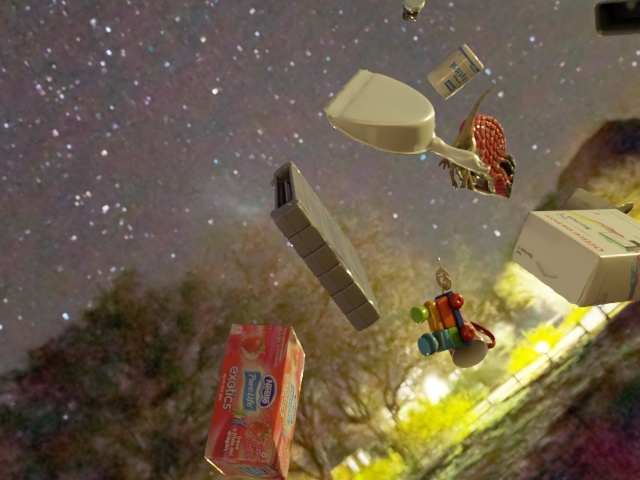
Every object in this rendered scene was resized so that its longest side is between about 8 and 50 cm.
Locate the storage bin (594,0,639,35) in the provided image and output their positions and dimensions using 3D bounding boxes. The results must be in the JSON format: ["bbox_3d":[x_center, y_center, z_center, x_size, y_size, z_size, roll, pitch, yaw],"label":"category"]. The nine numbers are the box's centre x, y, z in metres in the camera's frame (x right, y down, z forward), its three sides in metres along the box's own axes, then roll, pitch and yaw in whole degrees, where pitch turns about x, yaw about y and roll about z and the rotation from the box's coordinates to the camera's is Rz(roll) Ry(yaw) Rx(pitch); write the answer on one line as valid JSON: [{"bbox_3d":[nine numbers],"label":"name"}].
[{"bbox_3d":[0.738,-0.554,1.768,0.091,0.135,0.098,-40,-55,-39],"label":"storage bin"}]

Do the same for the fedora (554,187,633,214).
[{"bbox_3d":[0.644,-0.048,1.858,0.275,0.124,0.244,-27,-18,-37],"label":"fedora"}]

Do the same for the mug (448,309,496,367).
[{"bbox_3d":[0.435,0.294,2.242,0.150,0.169,0.113,22,-66,-27],"label":"mug"}]

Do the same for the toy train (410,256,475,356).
[{"bbox_3d":[0.294,0.176,1.938,0.143,0.248,0.105,-12,-10,-33],"label":"toy train"}]

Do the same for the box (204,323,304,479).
[{"bbox_3d":[-0.133,0.346,1.587,0.142,0.300,0.154,1,-32,13],"label":"box"}]

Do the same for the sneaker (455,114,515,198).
[{"bbox_3d":[0.350,-0.172,1.633,0.299,0.112,0.121,46,-126,-58],"label":"sneaker"}]

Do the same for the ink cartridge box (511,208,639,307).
[{"bbox_3d":[0.568,0.029,1.510,0.278,0.201,0.117,-3,-61,-31],"label":"ink cartridge box"}]

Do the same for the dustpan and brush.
[{"bbox_3d":[0.122,-0.142,0.951,0.147,0.211,0.060,-55,-21,-47],"label":"dustpan and brush"}]

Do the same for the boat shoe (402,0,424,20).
[{"bbox_3d":[0.292,-0.727,2.332,0.183,0.065,0.083,-84,-6,-57],"label":"boat shoe"}]

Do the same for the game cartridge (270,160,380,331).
[{"bbox_3d":[0.000,0.000,1.249,0.068,0.230,0.355,-31,16,5],"label":"game cartridge"}]

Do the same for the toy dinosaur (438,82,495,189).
[{"bbox_3d":[0.212,-0.140,1.092,0.092,0.053,0.183,-63,-19,-44],"label":"toy dinosaur"}]

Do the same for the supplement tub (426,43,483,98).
[{"bbox_3d":[0.292,-0.367,1.604,0.107,0.071,0.071,-40,-14,17],"label":"supplement tub"}]
